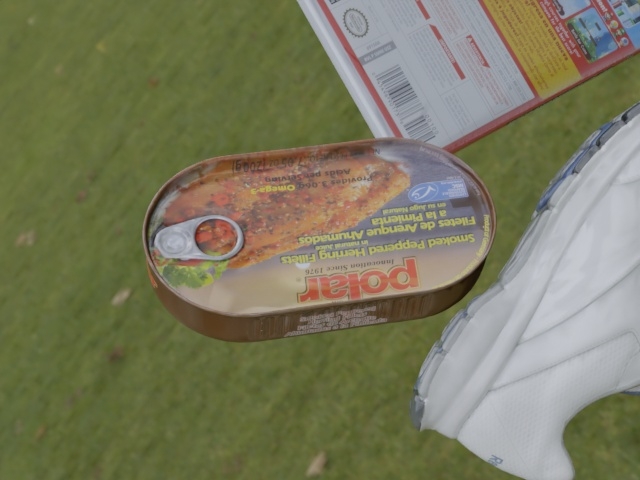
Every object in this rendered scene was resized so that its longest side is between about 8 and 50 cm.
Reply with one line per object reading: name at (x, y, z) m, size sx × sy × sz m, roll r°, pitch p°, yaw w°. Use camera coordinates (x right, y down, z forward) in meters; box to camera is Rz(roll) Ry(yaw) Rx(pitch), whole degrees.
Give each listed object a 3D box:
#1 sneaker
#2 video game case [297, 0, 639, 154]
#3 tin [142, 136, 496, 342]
sneaker at (0.183, 0.026, 0.940) m, size 0.297 × 0.129 × 0.111 m, roll -55°, pitch -5°, yaw 1°
video game case at (0.131, -0.197, 1.058) m, size 0.285 × 0.204 × 0.025 m, roll -29°, pitch -4°, yaw -12°
tin at (0.000, 0.000, 0.770) m, size 0.040 × 0.190 × 0.106 m, roll 95°, pitch 165°, yaw -50°
